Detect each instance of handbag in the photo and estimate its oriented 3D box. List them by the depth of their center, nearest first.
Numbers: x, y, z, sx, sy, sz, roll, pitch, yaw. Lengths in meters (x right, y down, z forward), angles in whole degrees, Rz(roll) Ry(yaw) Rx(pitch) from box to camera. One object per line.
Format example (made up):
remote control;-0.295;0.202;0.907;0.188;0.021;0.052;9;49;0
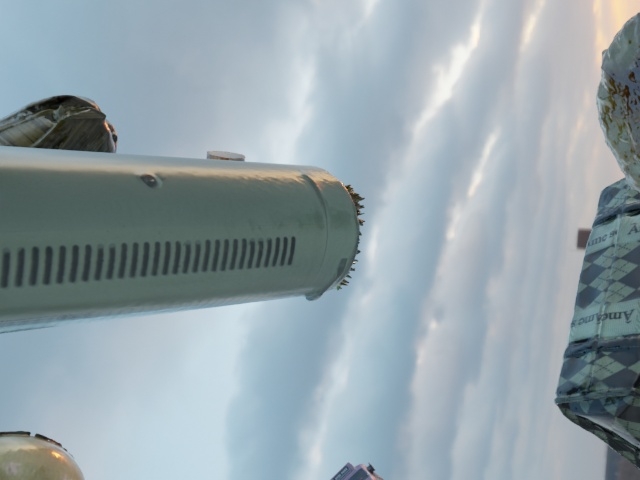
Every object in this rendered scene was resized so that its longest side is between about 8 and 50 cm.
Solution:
handbag;0.543;0.135;1.029;0.316;0.180;0.416;36;-122;-18

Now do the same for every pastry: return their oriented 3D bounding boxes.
pastry;0.385;-0.130;0.652;0.120;0.257;0.236;-29;-62;-13

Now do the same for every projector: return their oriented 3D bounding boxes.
projector;-0.125;-0.002;0.419;0.337;0.108;0.108;-3;-83;-44

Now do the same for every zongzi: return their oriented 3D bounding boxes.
zongzi;-0.419;-0.100;0.812;0.286;0.288;0.134;-48;-24;-14

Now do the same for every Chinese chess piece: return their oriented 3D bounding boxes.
Chinese chess piece;-0.529;0.445;1.120;0.112;0.269;0.270;-117;9;-52

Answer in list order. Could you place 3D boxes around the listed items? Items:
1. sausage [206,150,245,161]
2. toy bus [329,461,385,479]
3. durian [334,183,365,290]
sausage;-0.244;-0.058;1.629;0.093;0.092;0.312;-27;-50;-61
toy bus;0.098;0.468;1.183;0.096;0.108;0.199;-43;-43;-4
durian;0.000;0.000;1.085;0.252;0.139;0.145;87;-172;-73
